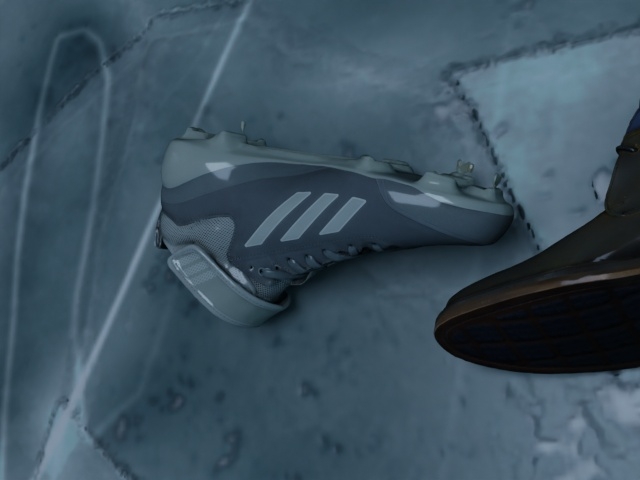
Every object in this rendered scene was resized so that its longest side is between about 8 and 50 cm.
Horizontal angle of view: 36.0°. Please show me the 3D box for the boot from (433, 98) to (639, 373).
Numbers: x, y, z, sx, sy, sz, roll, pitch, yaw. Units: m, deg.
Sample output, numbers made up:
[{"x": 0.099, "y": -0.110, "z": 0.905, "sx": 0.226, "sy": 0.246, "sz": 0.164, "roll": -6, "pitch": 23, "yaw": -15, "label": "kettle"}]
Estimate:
[{"x": 0.154, "y": -0.010, "z": 0.446, "sx": 0.219, "sy": 0.082, "sz": 0.106, "roll": -17, "pitch": 47, "yaw": 26, "label": "boot"}]

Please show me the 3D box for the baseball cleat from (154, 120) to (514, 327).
[{"x": 0.000, "y": 0.000, "z": 0.519, "sx": 0.205, "sy": 0.072, "sz": 0.109, "roll": 14, "pitch": 97, "yaw": 33, "label": "baseball cleat"}]
